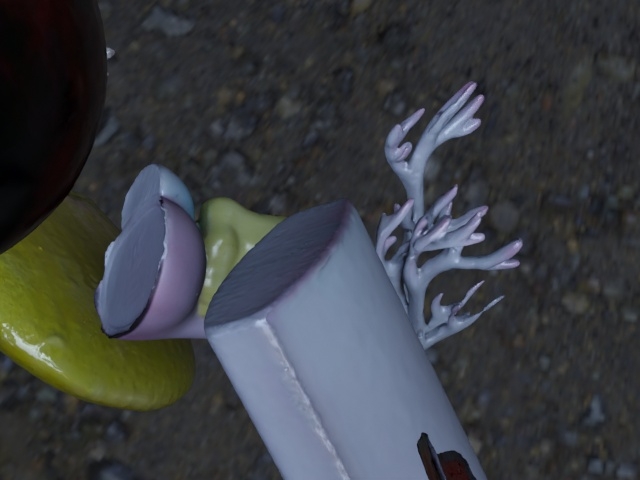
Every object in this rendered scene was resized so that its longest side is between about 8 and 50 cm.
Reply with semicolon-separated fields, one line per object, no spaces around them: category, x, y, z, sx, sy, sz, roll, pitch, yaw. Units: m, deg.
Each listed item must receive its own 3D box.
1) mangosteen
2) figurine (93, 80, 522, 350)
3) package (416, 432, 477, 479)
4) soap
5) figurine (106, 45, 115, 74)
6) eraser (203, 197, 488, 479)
mangosteen;-0.171;-0.067;0.671;0.200;0.200;0.199;4;113;11
figurine;0.001;0.012;1.544;0.316;0.206;0.284;8;129;-23
package;0.099;0.179;0.677;0.030;0.154;0.239;-32;77;0
soap;-0.288;0.009;1.830;0.115;0.306;0.427;-48;62;12
figurine;-0.239;-0.185;1.686;0.098;0.146;0.081;-8;127;-2
eraser;0.028;0.126;1.282;0.095;0.174;0.270;-16;111;27
